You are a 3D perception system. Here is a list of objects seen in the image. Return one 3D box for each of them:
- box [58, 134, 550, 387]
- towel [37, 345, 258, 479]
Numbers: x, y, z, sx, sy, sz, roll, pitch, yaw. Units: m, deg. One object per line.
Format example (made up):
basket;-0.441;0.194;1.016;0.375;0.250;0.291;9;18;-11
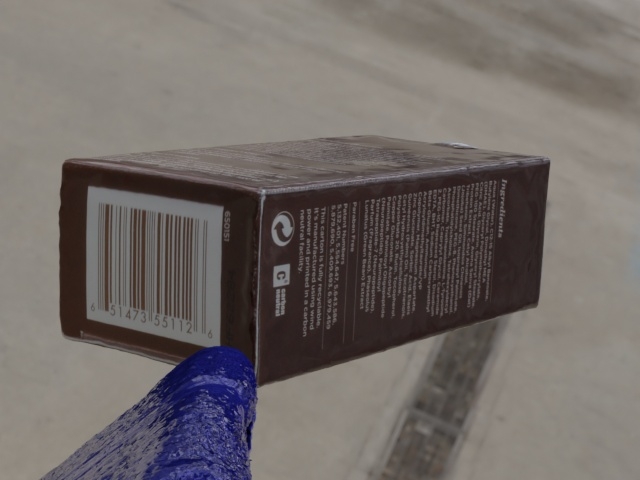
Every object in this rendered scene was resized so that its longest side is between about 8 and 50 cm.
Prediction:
box;0.000;0.000;1.158;0.191;0.143;0.381;10;13;37
towel;-0.119;0.164;0.770;0.076;0.228;0.308;51;2;-5
